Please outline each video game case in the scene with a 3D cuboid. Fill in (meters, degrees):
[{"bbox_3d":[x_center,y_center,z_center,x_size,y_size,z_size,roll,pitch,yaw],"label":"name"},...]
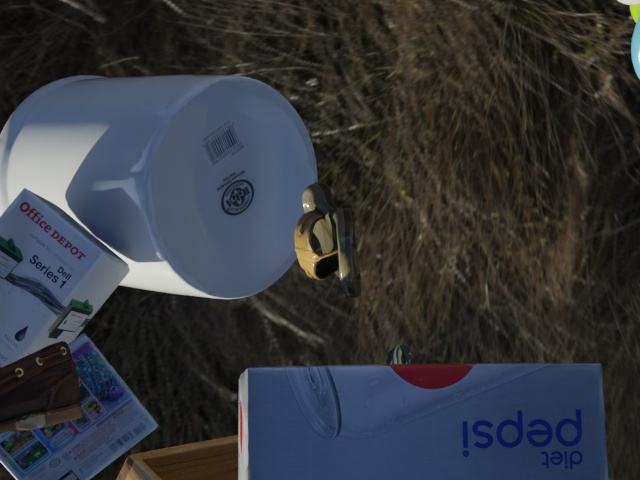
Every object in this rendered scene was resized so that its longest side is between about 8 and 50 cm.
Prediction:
[{"bbox_3d":[-0.284,0.203,1.225,0.157,0.019,0.143,-37,114,-8],"label":"video game case"}]

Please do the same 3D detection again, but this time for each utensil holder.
[{"bbox_3d":[-0.240,-0.081,1.608,0.385,0.327,0.327,7,107,46],"label":"utensil holder"}]

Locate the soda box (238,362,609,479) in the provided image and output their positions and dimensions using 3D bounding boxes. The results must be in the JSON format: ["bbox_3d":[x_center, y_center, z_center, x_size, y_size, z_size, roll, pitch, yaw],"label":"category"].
[{"bbox_3d":[0.078,0.149,0.883,0.286,0.091,0.098,1,80,-7],"label":"soda box"}]

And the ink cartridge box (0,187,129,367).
[{"bbox_3d":[-0.381,0.066,1.426,0.160,0.092,0.219,36,85,21],"label":"ink cartridge box"}]

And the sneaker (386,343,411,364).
[{"bbox_3d":[0.104,0.184,1.495,0.031,0.035,0.083,18,70,-21],"label":"sneaker"}]

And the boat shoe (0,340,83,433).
[{"bbox_3d":[-0.278,0.124,0.868,0.073,0.207,0.073,-8,90,34],"label":"boat shoe"}]

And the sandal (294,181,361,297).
[{"bbox_3d":[0.000,0.000,0.915,0.049,0.180,0.072,-12,112,-8],"label":"sandal"}]

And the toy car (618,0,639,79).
[{"bbox_3d":[0.266,-0.143,0.682,0.159,0.182,0.136,26,69,-27],"label":"toy car"}]

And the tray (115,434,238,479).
[{"bbox_3d":[-0.065,0.350,1.481,0.203,0.411,0.076,37,109,30],"label":"tray"}]
